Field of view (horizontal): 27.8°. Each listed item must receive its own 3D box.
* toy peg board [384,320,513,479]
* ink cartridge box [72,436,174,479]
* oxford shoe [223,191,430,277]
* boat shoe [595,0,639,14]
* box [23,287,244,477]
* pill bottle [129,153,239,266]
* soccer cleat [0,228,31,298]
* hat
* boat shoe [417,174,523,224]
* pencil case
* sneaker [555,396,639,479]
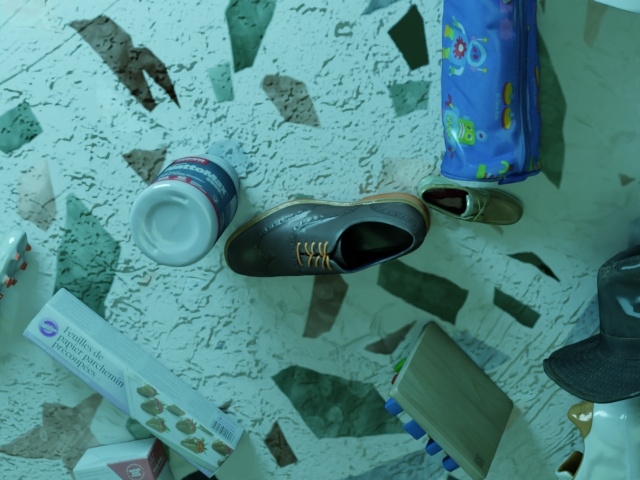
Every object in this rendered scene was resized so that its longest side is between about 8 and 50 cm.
[{"bbox_3d":[0.150,0.217,1.655,0.161,0.160,0.079,45,126,-7],"label":"toy peg board"},{"bbox_3d":[-0.259,0.386,1.827,0.115,0.067,0.198,-12,107,13],"label":"ink cartridge box"},{"bbox_3d":[0.000,0.000,1.626,0.271,0.098,0.097,-13,107,14],"label":"oxford shoe"},{"bbox_3d":[0.426,-0.299,1.443,0.301,0.108,0.102,9,111,4],"label":"boat shoe"},{"bbox_3d":[-0.251,0.194,1.759,0.324,0.067,0.063,38,111,-6],"label":"box"},{"bbox_3d":[-0.160,-0.045,1.594,0.108,0.180,0.108,3,110,8],"label":"pill bottle"},{"bbox_3d":[-0.457,0.059,1.747,0.076,0.068,0.196,32,114,1],"label":"soccer cleat"},{"bbox_3d":[0.408,0.068,1.480,0.331,0.331,0.134,-12,101,14],"label":"hat"},{"bbox_3d":[0.185,-0.043,1.607,0.135,0.045,0.050,12,111,5],"label":"boat shoe"},{"bbox_3d":[0.201,-0.212,1.501,0.119,0.133,0.306,-10,112,-22],"label":"pencil case"},{"bbox_3d":[0.375,0.340,1.692,0.123,0.106,0.290,-2,102,21],"label":"sneaker"}]
